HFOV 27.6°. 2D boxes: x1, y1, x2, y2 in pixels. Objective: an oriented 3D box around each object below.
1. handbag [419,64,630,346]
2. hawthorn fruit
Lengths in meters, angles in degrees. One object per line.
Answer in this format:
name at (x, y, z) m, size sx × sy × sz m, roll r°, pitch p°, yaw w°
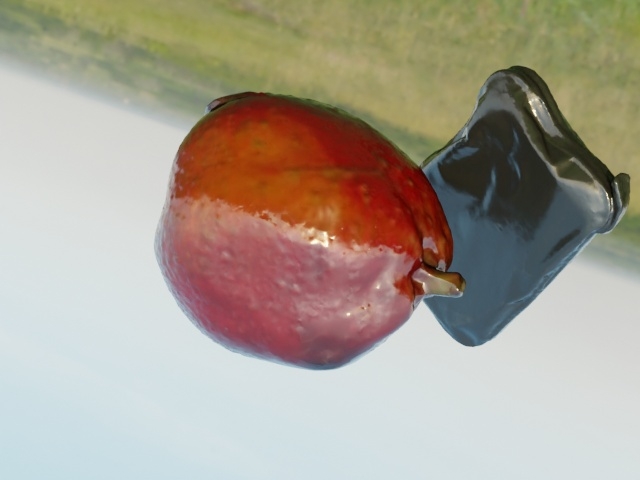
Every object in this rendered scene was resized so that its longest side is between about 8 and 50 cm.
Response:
handbag at (0.181, -0.030, 1.333) m, size 0.075 × 0.332 × 0.192 m, roll -21°, pitch -109°, yaw -34°
hawthorn fruit at (0.000, 0.000, 1.253) m, size 0.307 × 0.265 × 0.265 m, roll 16°, pitch -178°, yaw 20°
